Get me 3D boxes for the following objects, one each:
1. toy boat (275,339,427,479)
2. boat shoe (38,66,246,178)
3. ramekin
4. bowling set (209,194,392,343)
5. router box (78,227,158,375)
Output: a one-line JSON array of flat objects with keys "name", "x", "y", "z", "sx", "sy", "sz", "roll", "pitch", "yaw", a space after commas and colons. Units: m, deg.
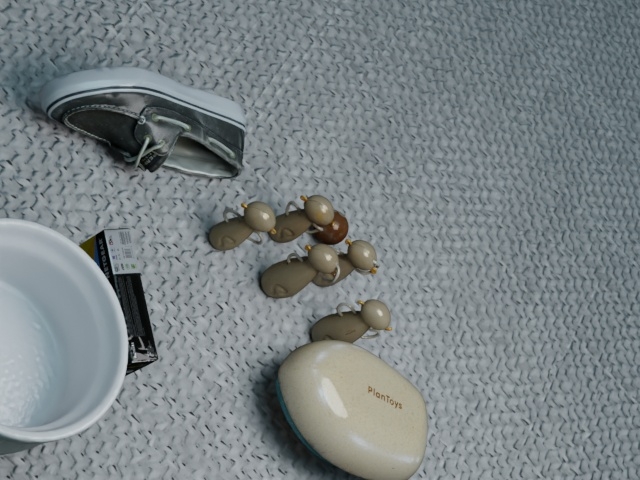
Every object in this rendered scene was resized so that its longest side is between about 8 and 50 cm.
[{"name": "toy boat", "x": 0.023, "y": 0.296, "z": 2.216, "sx": 0.267, "sy": 0.148, "sz": 0.318, "roll": 35, "pitch": 45, "yaw": -28}, {"name": "boat shoe", "x": -0.231, "y": -0.155, "z": 2.203, "sx": 0.335, "sy": 0.121, "sz": 0.119, "roll": 7, "pitch": 63, "yaw": -39}, {"name": "ramekin", "x": -0.381, "y": 0.124, "z": 1.892, "sx": 0.277, "sy": 0.135, "sz": 0.277, "roll": 19, "pitch": 58, "yaw": -33}, {"name": "bowling set", "x": 0.000, "y": 0.000, "z": 2.299, "sx": 0.287, "sy": 0.154, "sz": 0.200, "roll": 42, "pitch": 51, "yaw": -17}, {"name": "router box", "x": -0.278, "y": 0.089, "z": 2.053, "sx": 0.046, "sy": 0.133, "sz": 0.179, "roll": -3, "pitch": 73, "yaw": -40}]
